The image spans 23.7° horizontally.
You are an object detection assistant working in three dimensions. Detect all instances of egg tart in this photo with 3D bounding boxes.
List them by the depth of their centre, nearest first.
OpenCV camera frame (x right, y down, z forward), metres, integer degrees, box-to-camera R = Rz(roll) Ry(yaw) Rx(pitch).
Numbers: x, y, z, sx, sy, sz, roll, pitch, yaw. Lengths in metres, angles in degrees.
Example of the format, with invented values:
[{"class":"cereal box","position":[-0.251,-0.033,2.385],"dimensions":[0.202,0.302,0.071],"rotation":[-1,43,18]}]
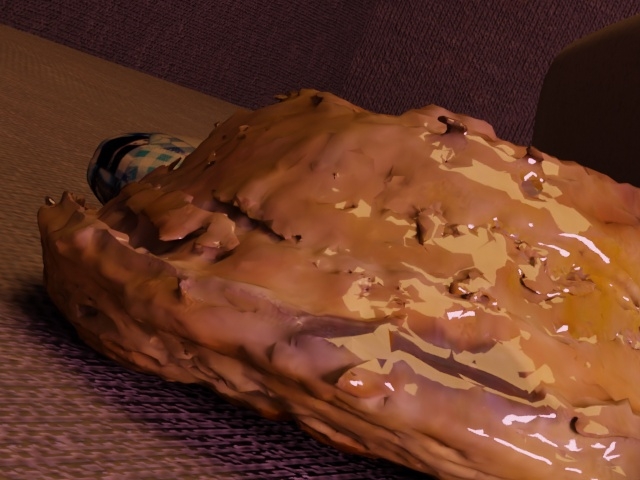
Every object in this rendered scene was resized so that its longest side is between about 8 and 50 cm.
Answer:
[{"class":"egg tart","position":[0.052,0.021,0.672],"dimensions":[0.352,0.150,0.352],"rotation":[22,2,-1]}]

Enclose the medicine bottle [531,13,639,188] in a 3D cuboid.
[{"class":"medicine bottle","position":[0.218,-0.013,0.904],"dimensions":[0.123,0.282,0.375],"rotation":[3,1,-10]}]

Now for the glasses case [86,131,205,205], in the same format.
[{"class":"glasses case","position":[0.000,0.000,0.969],"dimensions":[0.327,0.076,0.125],"rotation":[18,10,-41]}]
